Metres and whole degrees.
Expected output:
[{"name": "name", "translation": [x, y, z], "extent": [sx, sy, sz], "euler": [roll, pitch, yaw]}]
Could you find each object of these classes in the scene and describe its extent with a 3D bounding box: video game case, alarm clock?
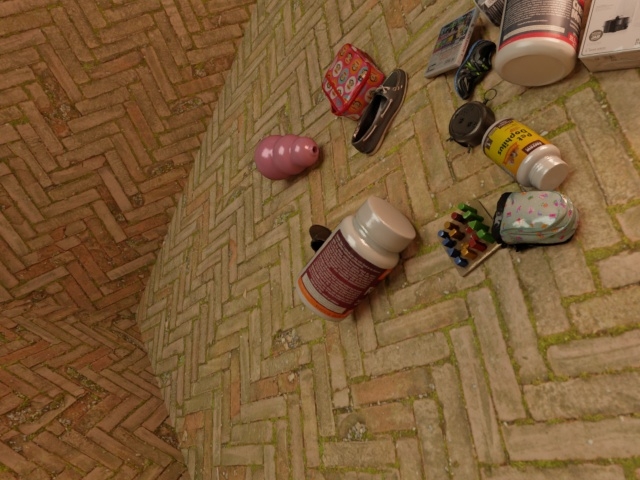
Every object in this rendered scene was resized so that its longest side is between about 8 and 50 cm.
[{"name": "video game case", "translation": [0.422, -0.634, 1.444], "extent": [0.201, 0.023, 0.184], "euler": [-150, 80, -72]}, {"name": "alarm clock", "translation": [0.454, -0.363, 1.315], "extent": [0.192, 0.064, 0.129], "euler": [-58, 39, 14]}]

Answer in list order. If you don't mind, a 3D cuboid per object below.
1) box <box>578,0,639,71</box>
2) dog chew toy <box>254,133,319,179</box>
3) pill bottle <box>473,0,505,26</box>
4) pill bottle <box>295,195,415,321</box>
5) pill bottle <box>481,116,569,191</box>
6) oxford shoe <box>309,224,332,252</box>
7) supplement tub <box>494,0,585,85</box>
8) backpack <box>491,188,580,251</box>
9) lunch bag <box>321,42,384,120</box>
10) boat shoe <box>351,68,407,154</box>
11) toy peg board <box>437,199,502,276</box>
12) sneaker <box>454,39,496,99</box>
[{"name": "box", "translation": [0.716, -0.545, 1.001], "extent": [0.169, 0.087, 0.290], "euler": [13, 91, 49]}, {"name": "dog chew toy", "translation": [-0.140, -0.378, 1.977], "extent": [0.331, 0.206, 0.207], "euler": [0, 76, 43]}, {"name": "pill bottle", "translation": [0.567, -0.748, 1.264], "extent": [0.245, 0.130, 0.130], "euler": [-38, 49, 36]}, {"name": "pill bottle", "translation": [0.111, 0.061, 1.445], "extent": [0.392, 0.224, 0.224], "euler": [-51, 42, 27]}, {"name": "pill bottle", "translation": [0.516, -0.215, 1.125], "extent": [0.117, 0.117, 0.215], "euler": [-54, 41, 23]}, {"name": "oxford shoe", "translation": [0.000, 0.000, 1.718], "extent": [0.083, 0.096, 0.227], "euler": [-61, 37, 18]}, {"name": "supplement tub", "translation": [0.564, -0.559, 1.141], "extent": [0.191, 0.191, 0.272], "euler": [3, 79, 52]}, {"name": "backpack", "translation": [0.513, -0.052, 1.066], "extent": [0.182, 0.115, 0.152], "euler": [5, 78, 50]}, {"name": "lunch bag", "translation": [0.117, -0.631, 1.813], "extent": [0.258, 0.120, 0.293], "euler": [-54, 39, 29]}, {"name": "boat shoe", "translation": [0.215, -0.481, 1.634], "extent": [0.112, 0.095, 0.335], "euler": [33, 102, 52]}, {"name": "toy peg board", "translation": [0.396, -0.014, 1.230], "extent": [0.161, 0.079, 0.161], "euler": [-48, 43, 29]}, {"name": "sneaker", "translation": [0.470, -0.520, 1.348], "extent": [0.078, 0.067, 0.188], "euler": [34, 100, 58]}]
